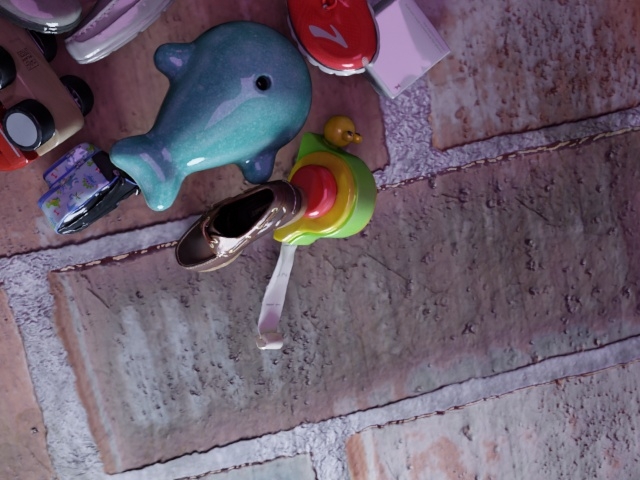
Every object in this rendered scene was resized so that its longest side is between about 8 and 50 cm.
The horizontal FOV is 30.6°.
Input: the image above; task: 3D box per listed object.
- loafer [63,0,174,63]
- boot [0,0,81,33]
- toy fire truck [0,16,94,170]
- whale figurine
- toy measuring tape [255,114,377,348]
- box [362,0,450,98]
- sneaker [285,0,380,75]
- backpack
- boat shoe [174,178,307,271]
[{"bbox_3d":[-0.209,-0.353,1.440,0.319,0.112,0.111,-49,118,-6],"label":"loafer"},{"bbox_3d":[-0.358,-0.356,1.324,0.246,0.083,0.161,38,134,-8],"label":"boot"},{"bbox_3d":[-0.445,-0.171,1.442,0.246,0.158,0.217,-25,105,34],"label":"toy fire truck"},{"bbox_3d":[-0.128,-0.157,1.453,0.272,0.141,0.216,-41,104,-17],"label":"whale figurine"},{"bbox_3d":[0.000,0.000,1.534,0.121,0.121,0.330,13,98,-11],"label":"toy measuring tape"},{"bbox_3d":[0.093,-0.254,1.517,0.102,0.087,0.101,-39,104,1],"label":"box"},{"bbox_3d":[-0.012,-0.332,1.430,0.107,0.118,0.279,-23,78,3],"label":"sneaker"},{"bbox_3d":[-0.304,-0.065,1.491,0.114,0.105,0.084,-40,81,3],"label":"backpack"},{"bbox_3d":[-0.116,-0.021,1.499,0.207,0.073,0.073,-32,74,28],"label":"boat shoe"}]
